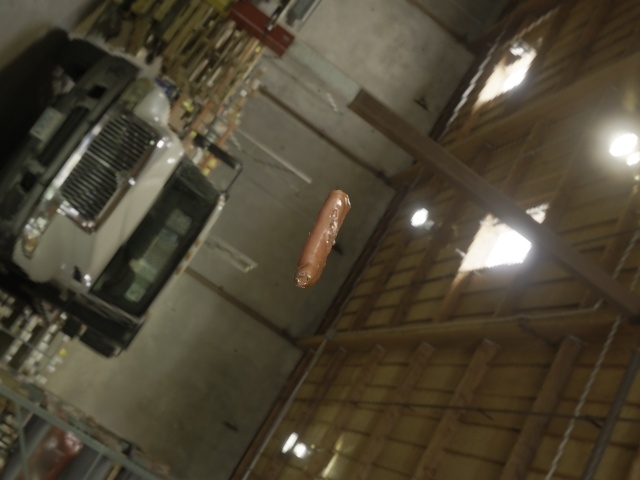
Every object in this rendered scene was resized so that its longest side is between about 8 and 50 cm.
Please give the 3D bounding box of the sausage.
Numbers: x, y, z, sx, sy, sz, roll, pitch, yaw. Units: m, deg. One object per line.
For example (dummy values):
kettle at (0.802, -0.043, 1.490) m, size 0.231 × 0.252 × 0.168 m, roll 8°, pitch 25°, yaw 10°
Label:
sausage at (0.000, 0.000, 0.947) m, size 0.036 × 0.042 × 0.158 m, roll 3°, pitch -134°, yaw 23°
